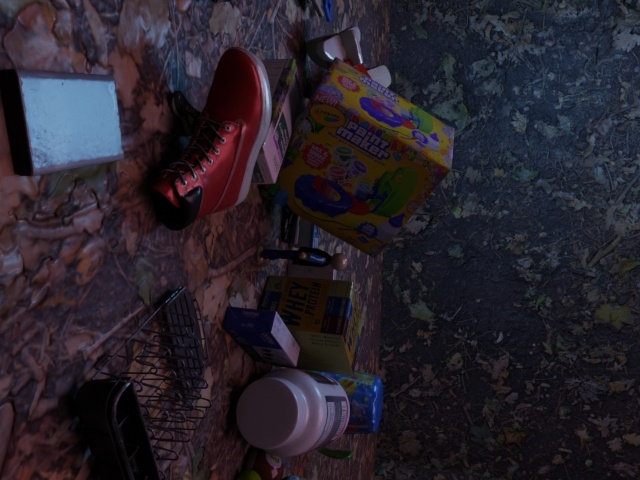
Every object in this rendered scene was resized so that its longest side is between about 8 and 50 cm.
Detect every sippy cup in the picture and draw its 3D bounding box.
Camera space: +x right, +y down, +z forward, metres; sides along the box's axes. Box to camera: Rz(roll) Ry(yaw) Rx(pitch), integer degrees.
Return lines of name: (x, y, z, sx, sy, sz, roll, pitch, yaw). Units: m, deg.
sippy cup: (0.071, 0.488, 1.541, 0.240, 0.224, 0.305, -66, 155, -55)

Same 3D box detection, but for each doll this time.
doll: (-0.034, 0.036, 1.079, 0.129, 0.189, 0.046, 5, 89, -75)

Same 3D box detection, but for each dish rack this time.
dish rack: (-0.208, 0.198, 0.681, 0.271, 0.074, 0.208, -60, 152, -60)

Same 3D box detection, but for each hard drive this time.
hard drive: (-0.255, -0.122, 0.514, 0.135, 0.022, 0.094, -47, 138, -69)

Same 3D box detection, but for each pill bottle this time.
pill bottle: (-0.055, 0.370, 1.095, 0.318, 0.176, 0.176, 45, 50, -66)

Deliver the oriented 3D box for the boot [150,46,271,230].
boot: (-0.154, -0.135, 0.687, 0.176, 0.088, 0.244, -37, 146, -58)

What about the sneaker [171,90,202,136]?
sneaker: (-0.188, -0.185, 0.734, 0.083, 0.035, 0.031, 72, 24, -59)

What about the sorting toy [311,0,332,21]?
sorting toy: (-0.031, -0.667, 1.208, 0.348, 0.047, 0.196, 20, 70, -75)

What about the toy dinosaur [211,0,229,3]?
toy dinosaur: (-0.129, -0.484, 0.764, 0.322, 0.164, 0.218, -97, -165, -54)

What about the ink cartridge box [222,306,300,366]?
ink cartridge box: (-0.111, 0.195, 1.006, 0.207, 0.097, 0.046, 71, 27, -57)

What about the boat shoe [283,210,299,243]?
boat shoe: (-0.069, -0.054, 1.228, 0.046, 0.038, 0.125, -178, -87, -85)

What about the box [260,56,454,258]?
box: (0.075, -0.165, 1.055, 0.279, 0.290, 0.177, -55, -171, 40)

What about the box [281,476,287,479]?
box: (-0.108, 0.657, 1.282, 0.136, 0.028, 0.081, 44, 51, -75)

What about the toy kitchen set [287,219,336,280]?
toy kitchen set: (0.000, 0.000, 1.339, 0.166, 0.122, 0.207, 5, 89, -76)

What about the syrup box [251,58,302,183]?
syrup box: (-0.107, -0.221, 0.921, 0.093, 0.096, 0.236, 74, 23, -53)

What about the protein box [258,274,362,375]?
protein box: (-0.020, 0.195, 1.153, 0.201, 0.200, 0.136, 75, 23, -50)

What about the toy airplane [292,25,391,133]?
toy airplane: (0.067, -0.358, 1.342, 0.386, 0.272, 0.384, 14, 65, -39)

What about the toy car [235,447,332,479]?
toy car: (-0.066, 0.529, 1.081, 0.155, 0.188, 0.148, -34, 127, -72)
